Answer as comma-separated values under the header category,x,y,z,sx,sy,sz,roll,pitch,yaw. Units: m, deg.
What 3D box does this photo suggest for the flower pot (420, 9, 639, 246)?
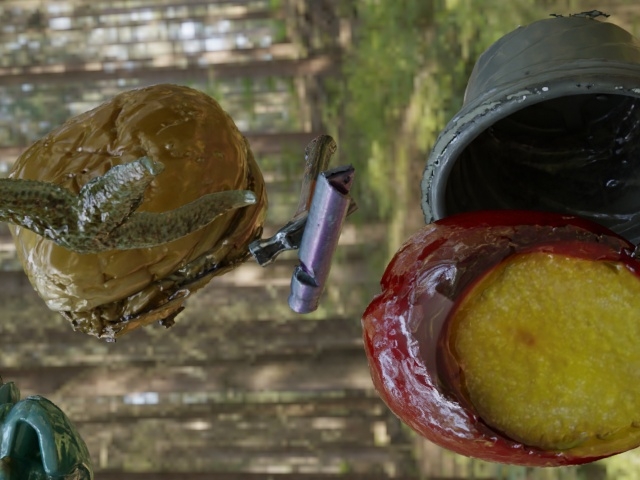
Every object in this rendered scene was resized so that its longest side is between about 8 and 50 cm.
category,x,y,z,sx,sy,sz,roll,pitch,yaw
flower pot,0.191,-0.083,1.122,0.235,0.235,0.141,74,-168,-50

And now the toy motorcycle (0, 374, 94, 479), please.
category,x,y,z,sx,sy,sz,roll,pitch,yaw
toy motorcycle,-0.224,0.219,0.979,0.109,0.198,0.297,52,-138,-58

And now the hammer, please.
category,x,y,z,sx,sy,sz,roll,pitch,yaw
hammer,-0.010,-0.057,1.570,0.033,0.111,0.288,58,-166,-17

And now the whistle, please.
category,x,y,z,sx,sy,sz,roll,pitch,yaw
whistle,0.000,0.000,1.252,0.176,0.033,0.033,105,177,-45

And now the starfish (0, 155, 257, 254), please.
category,x,y,z,sx,sy,sz,roll,pitch,yaw
starfish,-0.142,-0.019,0.888,0.217,0.223,0.050,144,118,-62

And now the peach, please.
category,x,y,z,sx,sy,sz,roll,pitch,yaw
peach,0.148,0.069,1.012,0.190,0.226,0.196,-54,-42,-34

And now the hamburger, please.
category,x,y,z,sx,sy,sz,roll,pitch,yaw
hamburger,-0.208,-0.042,1.646,0.158,0.318,0.319,60,-151,-47
